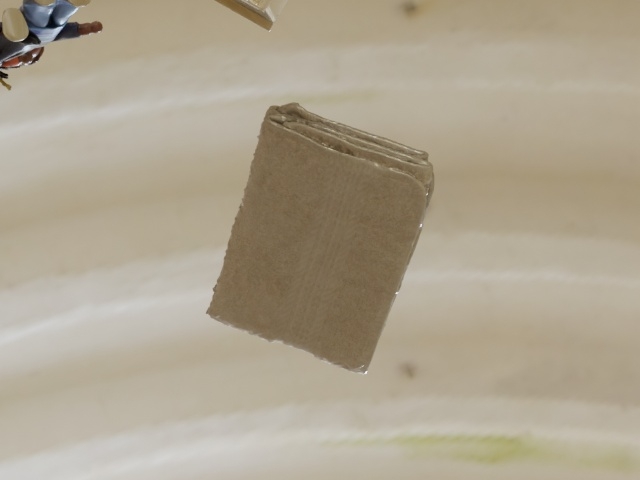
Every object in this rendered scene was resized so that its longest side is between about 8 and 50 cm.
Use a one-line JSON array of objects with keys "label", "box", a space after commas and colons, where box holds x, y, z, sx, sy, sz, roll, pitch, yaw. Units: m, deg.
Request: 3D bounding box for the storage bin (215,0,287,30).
[{"label": "storage bin", "box": [-0.092, -0.374, 1.817, 0.260, 0.262, 0.123, 30, -3, 6]}]

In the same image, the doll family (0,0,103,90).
[{"label": "doll family", "box": [-0.235, -0.137, 1.262, 0.111, 0.193, 0.076, 135, -37, -60]}]

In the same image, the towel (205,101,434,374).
[{"label": "towel", "box": [0.000, 0.000, 1.999, 0.049, 0.187, 0.282, -66, 176, -54]}]
